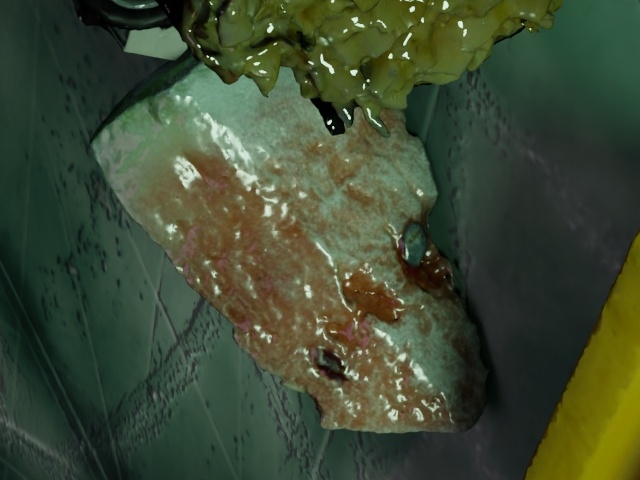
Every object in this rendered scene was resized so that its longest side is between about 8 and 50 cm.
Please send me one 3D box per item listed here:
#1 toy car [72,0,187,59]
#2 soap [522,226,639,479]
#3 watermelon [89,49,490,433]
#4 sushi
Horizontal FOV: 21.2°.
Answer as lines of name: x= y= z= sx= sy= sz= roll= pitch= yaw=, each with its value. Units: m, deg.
toy car: x=-0.061 y=-0.243 z=0.823 sx=0.193 sy=0.118 sz=0.301 roll=-110 pitch=38 yaw=-50
soap: x=0.173 y=0.158 z=0.716 sx=0.204 sy=0.096 sz=0.324 roll=49 pitch=140 yaw=31
watermelon: x=0.000 y=0.000 z=0.878 sx=0.094 sy=0.154 sz=0.241 roll=-23 pitch=98 yaw=56
sushi: x=0.005 y=-0.116 z=0.722 sx=0.147 sy=0.212 sz=0.115 roll=-49 pitch=56 yaw=30
